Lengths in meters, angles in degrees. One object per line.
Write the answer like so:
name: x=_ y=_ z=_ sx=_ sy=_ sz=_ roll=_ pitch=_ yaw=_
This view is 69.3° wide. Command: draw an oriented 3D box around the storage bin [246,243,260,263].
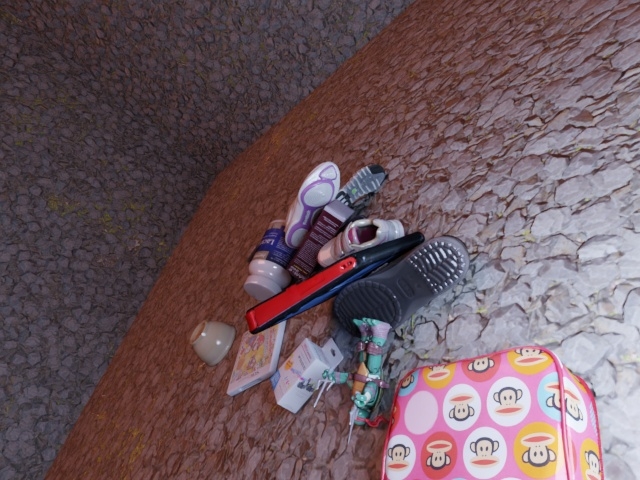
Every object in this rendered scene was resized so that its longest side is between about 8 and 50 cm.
storage bin: x=-0.205 y=0.076 z=1.733 sx=0.135 sy=0.091 sz=0.098 roll=-5 pitch=51 yaw=59

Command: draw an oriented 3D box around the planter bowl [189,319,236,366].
planter bowl: x=-0.396 y=0.352 z=1.655 sx=0.162 sy=0.109 sz=0.162 roll=-39 pitch=27 yaw=24

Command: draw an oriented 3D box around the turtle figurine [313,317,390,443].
turtle figurine: x=0.077 y=0.276 z=0.926 sx=0.175 sy=0.118 sz=0.233 roll=-13 pitch=57 yaw=58

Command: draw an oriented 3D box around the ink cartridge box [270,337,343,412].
ink cartridge box: x=-0.036 y=0.315 z=1.136 sx=0.181 sy=0.062 sz=0.104 roll=-49 pitch=24 yaw=3

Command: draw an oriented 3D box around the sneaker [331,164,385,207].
sneaker: x=0.097 y=-0.177 z=1.524 sx=0.229 sy=0.086 sz=0.132 roll=-36 pitch=20 yaw=-16

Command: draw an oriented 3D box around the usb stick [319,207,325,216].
usb stick: x=0.038 y=-0.129 z=1.659 sx=0.278 sy=0.045 sz=0.077 roll=-35 pitch=24 yaw=32

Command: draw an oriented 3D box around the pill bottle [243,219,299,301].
pill bottle: x=-0.152 y=0.071 z=1.574 sx=0.153 sy=0.153 sz=0.264 roll=-23 pitch=37 yaw=47

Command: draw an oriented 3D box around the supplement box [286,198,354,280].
supplement box: x=0.000 y=0.000 z=1.389 sx=0.239 sy=0.073 sz=0.130 roll=-58 pitch=-6 yaw=20

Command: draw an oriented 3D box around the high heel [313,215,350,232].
high heel: x=0.019 y=-0.083 z=1.555 sx=0.186 sy=0.093 sz=0.261 roll=-44 pitch=39 yaw=27

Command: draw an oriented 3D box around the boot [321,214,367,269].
boot: x=0.081 y=0.019 z=1.375 sx=0.219 sy=0.082 sz=0.106 roll=-57 pitch=-5 yaw=16

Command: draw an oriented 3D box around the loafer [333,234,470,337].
loafer: x=0.183 y=0.105 z=1.017 sx=0.366 sy=0.133 sz=0.130 roll=-34 pitch=-7 yaw=36

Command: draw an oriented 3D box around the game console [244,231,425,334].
game console: x=0.041 y=0.093 z=1.067 sx=0.342 sy=0.060 sz=0.387 roll=-30 pitch=-8 yaw=32

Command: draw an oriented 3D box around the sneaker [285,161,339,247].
sneaker: x=-0.043 y=-0.127 z=1.459 sx=0.305 sy=0.114 sz=0.152 roll=-60 pitch=26 yaw=27

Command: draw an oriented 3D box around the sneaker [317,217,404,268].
sneaker: x=0.088 y=0.000 z=1.232 sx=0.252 sy=0.111 sz=0.102 roll=-28 pitch=61 yaw=24

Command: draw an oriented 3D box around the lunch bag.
lunch bag: x=0.222 y=0.297 z=0.641 sx=0.293 sy=0.120 sz=0.258 roll=-26 pitch=34 yaw=42

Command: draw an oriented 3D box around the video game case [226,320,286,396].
video game case: x=-0.192 y=0.341 z=1.416 sx=0.206 sy=0.026 sz=0.226 roll=-35 pitch=29 yaw=32
